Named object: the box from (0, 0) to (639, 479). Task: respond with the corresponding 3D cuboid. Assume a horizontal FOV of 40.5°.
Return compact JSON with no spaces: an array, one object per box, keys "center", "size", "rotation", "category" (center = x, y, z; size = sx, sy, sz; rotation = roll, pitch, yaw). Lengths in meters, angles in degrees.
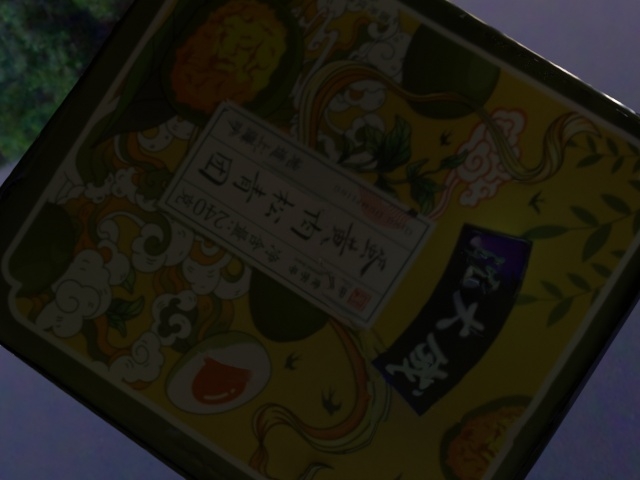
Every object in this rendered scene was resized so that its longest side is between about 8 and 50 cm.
[{"center":[0.000,0.000,0.643],"size":[0.373,0.420,0.138],"rotation":[-56,174,-3],"category":"box"}]
